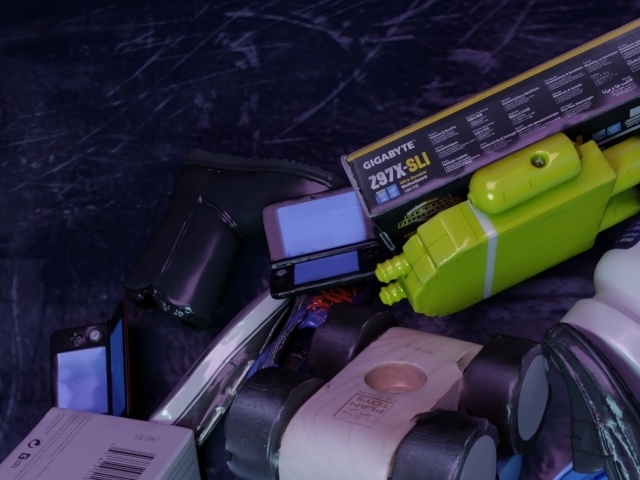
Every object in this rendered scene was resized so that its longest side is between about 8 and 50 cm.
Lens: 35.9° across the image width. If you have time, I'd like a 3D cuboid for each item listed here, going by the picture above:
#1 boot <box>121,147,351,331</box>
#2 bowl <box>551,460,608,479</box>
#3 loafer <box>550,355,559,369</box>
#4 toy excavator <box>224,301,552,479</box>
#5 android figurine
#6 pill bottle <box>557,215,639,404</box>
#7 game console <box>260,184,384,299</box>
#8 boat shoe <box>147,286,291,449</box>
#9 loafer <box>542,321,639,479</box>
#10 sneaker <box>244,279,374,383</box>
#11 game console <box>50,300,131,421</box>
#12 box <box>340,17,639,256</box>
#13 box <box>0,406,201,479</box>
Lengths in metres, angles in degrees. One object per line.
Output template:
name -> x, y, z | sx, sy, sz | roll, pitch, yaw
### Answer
boot -> -0.095, 0.009, 1.133 | 0.247, 0.094, 0.207 | 11, 70, 27
bowl -> 0.353, 0.359, 0.878 | 0.391, 0.077, 0.391 | -6, 69, 15
loafer -> 0.289, 0.134, 1.007 | 0.125, 0.039, 0.045 | 36, 117, 28
toy excavator -> 0.043, 0.337, 0.901 | 0.222, 0.433, 0.445 | 9, 116, 30
android figurine -> 0.179, -0.008, 0.926 | 0.273, 0.248, 0.056 | -25, 67, -1
pill bottle -> 0.358, 0.030, 0.937 | 0.265, 0.153, 0.153 | -43, 64, -11
game console -> 0.000, 0.000, 1.038 | 0.122, 0.107, 0.071 | -13, 112, 5
boat shoe -> -0.096, 0.141, 1.106 | 0.070, 0.078, 0.219 | 42, 79, -7
loafer -> 0.253, 0.178, 0.868 | 0.078, 0.076, 0.223 | -31, 85, 5
sneaker -> 0.002, 0.091, 1.058 | 0.083, 0.087, 0.221 | 31, 68, -7
game console -> -0.266, 0.155, 1.137 | 0.124, 0.085, 0.144 | -10, 67, 7
box -> 0.208, -0.072, 0.983 | 0.322, 0.257, 0.079 | -25, 64, 8
box -> -0.239, 0.279, 1.018 | 0.182, 0.181, 0.119 | 5, 117, 19
